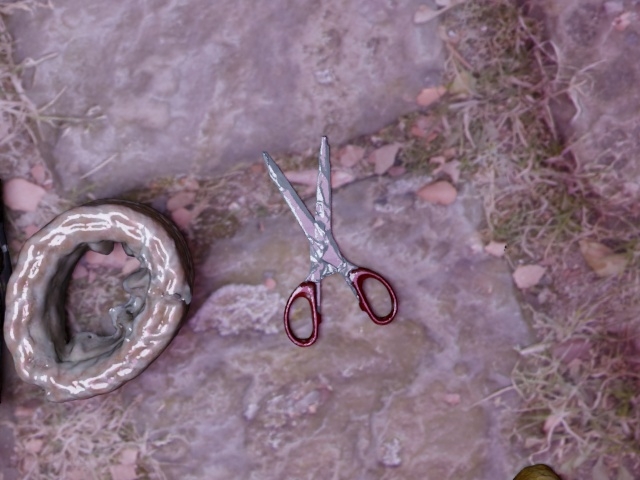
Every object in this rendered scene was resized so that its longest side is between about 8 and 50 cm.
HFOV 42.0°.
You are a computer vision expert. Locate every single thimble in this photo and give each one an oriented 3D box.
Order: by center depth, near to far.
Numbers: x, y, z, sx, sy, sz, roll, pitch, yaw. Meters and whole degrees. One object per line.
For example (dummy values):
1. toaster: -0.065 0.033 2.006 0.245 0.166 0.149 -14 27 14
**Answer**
1. thimble: -0.254 0.062 0.957 0.229 0.148 0.196 -45 95 -1

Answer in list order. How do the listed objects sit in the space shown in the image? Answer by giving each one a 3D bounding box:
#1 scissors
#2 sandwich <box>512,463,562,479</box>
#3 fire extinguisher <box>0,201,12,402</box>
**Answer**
1. scissors: 0.000 0.000 1.030 0.144 0.017 0.247 -16 94 -2
2. sandwich: 0.267 0.411 1.050 0.215 0.065 0.186 -42 95 1
3. fire extinguisher: -0.407 0.095 0.962 0.142 0.105 0.341 0 92 42
